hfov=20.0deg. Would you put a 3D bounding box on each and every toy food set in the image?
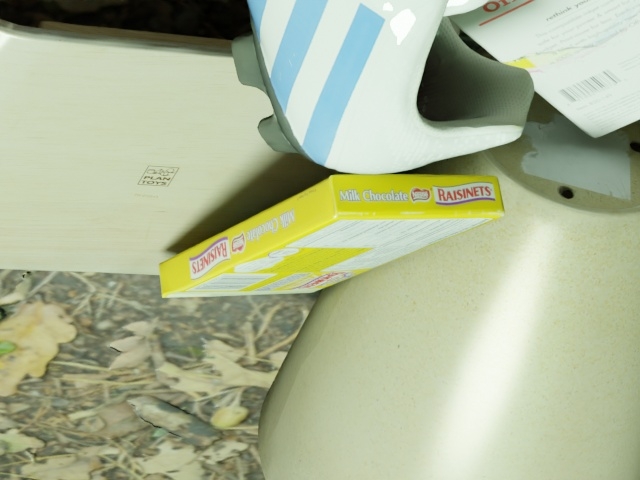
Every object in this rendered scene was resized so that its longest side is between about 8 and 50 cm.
[{"bbox_3d":[-0.097,-0.075,1.018,0.306,0.092,0.220,2,148,-26],"label":"toy food set"}]

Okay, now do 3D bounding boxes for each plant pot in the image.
[{"bbox_3d":[0.115,0.046,1.106,0.256,0.256,0.274,5,131,-15],"label":"plant pot"}]

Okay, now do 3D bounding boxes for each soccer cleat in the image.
[{"bbox_3d":[0.006,-0.163,0.801,0.143,0.116,0.331,-1,138,26],"label":"soccer cleat"}]

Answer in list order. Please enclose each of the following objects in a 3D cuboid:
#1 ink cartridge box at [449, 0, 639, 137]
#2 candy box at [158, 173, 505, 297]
[{"bbox_3d":[0.137,-0.140,0.945,0.115,0.067,0.198,-24,144,30],"label":"ink cartridge box"},{"bbox_3d":[0.000,0.000,1.000,0.105,0.027,0.206,-4,169,-31],"label":"candy box"}]
